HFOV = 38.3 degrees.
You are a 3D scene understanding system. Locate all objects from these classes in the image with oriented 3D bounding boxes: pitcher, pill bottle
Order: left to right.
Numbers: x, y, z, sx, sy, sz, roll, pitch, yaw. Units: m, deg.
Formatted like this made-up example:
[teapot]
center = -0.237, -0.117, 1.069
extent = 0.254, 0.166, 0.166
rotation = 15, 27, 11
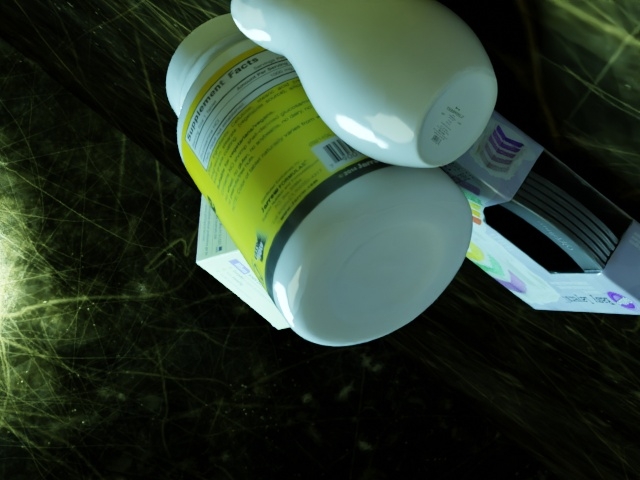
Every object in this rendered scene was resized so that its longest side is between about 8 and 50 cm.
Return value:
[pill bottle]
center = -0.021, -0.075, 0.874
extent = 0.334, 0.188, 0.188
rotation = 54, -176, 39
[pitcher]
center = 0.050, -0.141, 0.740
extent = 0.207, 0.125, 0.178
rotation = 42, -163, 34

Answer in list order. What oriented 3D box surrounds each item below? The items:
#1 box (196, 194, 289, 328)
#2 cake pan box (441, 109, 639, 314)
[box]
center = 0.000, 0.000, 1.195
extent = 0.243, 0.117, 0.213
rotation = -14, 145, 23
[cake pan box]
center = 0.197, -0.021, 0.923
extent = 0.246, 0.070, 0.267
rotation = 35, 171, -10
